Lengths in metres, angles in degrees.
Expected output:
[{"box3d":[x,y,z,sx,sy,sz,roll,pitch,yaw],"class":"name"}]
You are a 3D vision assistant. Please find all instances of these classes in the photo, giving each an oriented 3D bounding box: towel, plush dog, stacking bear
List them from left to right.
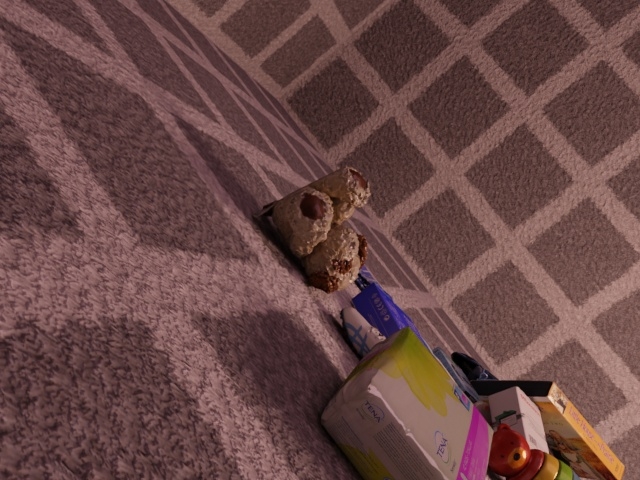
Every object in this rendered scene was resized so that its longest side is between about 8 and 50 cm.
[{"box3d":[0.000,0.000,1.385,0.262,0.210,0.225,-37,103,-54],"class":"plush dog"},{"box3d":[0.088,0.043,1.953,0.336,0.040,0.243,53,8,19],"class":"towel"},{"box3d":[0.501,0.558,1.562,0.289,0.175,0.164,43,-6,4],"class":"stacking bear"}]

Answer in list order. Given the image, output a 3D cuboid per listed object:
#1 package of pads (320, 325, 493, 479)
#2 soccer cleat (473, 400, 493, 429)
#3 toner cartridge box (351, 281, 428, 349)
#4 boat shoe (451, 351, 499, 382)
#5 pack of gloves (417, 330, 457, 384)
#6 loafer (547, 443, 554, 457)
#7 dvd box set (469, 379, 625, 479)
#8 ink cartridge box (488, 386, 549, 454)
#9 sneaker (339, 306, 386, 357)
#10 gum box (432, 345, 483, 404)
[{"box3d":[0.134,0.259,0.961,0.229,0.101,0.296,51,19,4],"class":"package of pads"},{"box3d":[0.475,0.513,1.912,0.196,0.068,0.076,44,-8,-29],"class":"soccer cleat"},{"box3d":[0.185,0.251,1.473,0.165,0.075,0.348,46,10,-32],"class":"toner cartridge box"},{"box3d":[0.512,0.462,2.235,0.089,0.109,0.258,36,-1,-35],"class":"boat shoe"},{"box3d":[0.279,0.308,1.876,0.232,0.046,0.195,54,-2,3],"class":"pack of gloves"},{"box3d":[0.657,0.677,2.002,0.302,0.109,0.095,51,14,-14],"class":"loafer"},{"box3d":[0.675,0.574,2.043,0.420,0.062,0.307,48,-34,-21],"class":"dvd box set"},{"box3d":[0.536,0.529,1.804,0.160,0.092,0.219,45,31,-33],"class":"ink cartridge box"},{"box3d":[0.124,0.216,1.280,0.237,0.086,0.085,52,10,17],"class":"sneaker"},{"box3d":[0.409,0.421,1.998,0.157,0.041,0.184,43,12,-38],"class":"gum box"}]
